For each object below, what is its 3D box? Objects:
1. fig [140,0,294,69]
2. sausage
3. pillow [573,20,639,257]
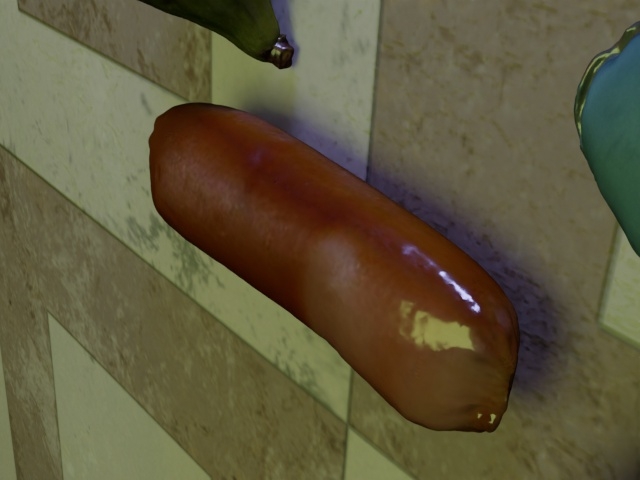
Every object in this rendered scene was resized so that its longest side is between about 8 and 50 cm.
[{"bbox_3d":[-0.080,-0.194,0.563,0.133,0.184,0.127,-14,55,60],"label":"fig"},{"bbox_3d":[0.000,0.000,0.537,0.300,0.083,0.089,35,122,37],"label":"sausage"},{"bbox_3d":[0.173,-0.064,0.274,0.214,0.086,0.233,44,135,41],"label":"pillow"}]
